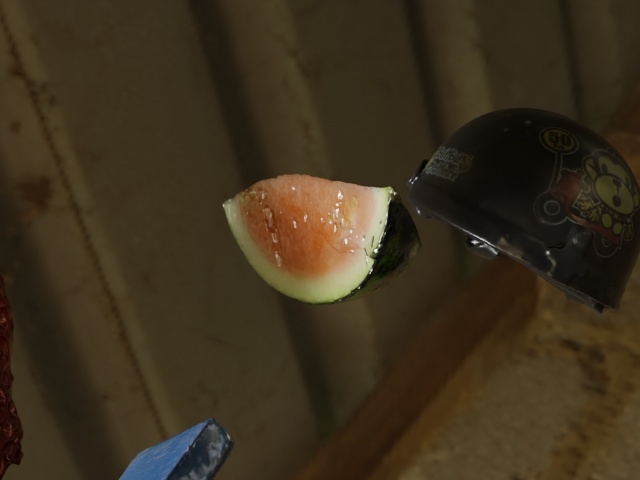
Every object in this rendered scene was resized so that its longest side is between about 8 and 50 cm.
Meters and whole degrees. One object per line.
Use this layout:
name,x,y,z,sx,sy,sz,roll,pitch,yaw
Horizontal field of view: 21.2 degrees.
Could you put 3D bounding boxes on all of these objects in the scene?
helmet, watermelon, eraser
helmet,0.213,-0.046,1.676,0.230,0.279,0.160,27,-82,-20
watermelon,0.004,-0.004,1.474,0.063,0.245,0.119,-26,-76,-32
eraser,-0.197,0.295,1.557,0.042,0.144,0.312,46,-132,-11

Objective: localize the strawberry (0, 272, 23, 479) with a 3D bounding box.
strawberry,-0.333,0.108,1.407,0.205,0.205,0.244,52,-131,-48
